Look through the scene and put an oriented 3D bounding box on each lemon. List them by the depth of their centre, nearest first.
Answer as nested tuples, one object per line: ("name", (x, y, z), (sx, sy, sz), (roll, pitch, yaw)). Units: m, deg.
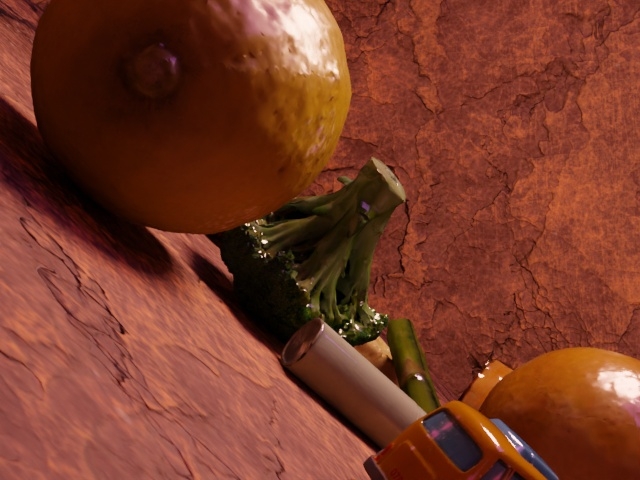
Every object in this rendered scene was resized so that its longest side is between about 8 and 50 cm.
("lemon", (-0.146, -0.170, 1.031), (0.364, 0.364, 0.364), (43, 2, -2))

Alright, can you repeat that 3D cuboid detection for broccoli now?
("broccoli", (0.000, 0.000, 1.271), (0.269, 0.269, 0.254), (44, 17, 29))

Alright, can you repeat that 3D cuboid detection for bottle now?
("bottle", (0.047, 0.181, 1.154), (0.201, 0.072, 0.072), (43, 2, -17))

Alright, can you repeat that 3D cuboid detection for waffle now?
("waffle", (0.073, 0.191, 1.739), (0.274, 0.057, 0.168), (42, 3, -44))

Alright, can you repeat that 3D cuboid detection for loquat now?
("loquat", (0.330, 0.287, 1.178), (0.328, 0.328, 0.328), (43, 2, -2))

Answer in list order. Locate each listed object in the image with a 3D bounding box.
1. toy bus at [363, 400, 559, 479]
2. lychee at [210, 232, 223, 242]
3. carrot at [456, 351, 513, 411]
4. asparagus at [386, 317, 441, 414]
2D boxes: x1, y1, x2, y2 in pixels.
("toy bus", (0.154, 0.247, 0.919), (0.209, 0.136, 0.126), (44, 1, -32))
("lychee", (-0.146, -0.052, 1.619), (0.129, 0.123, 0.123), (52, 5, 21))
("carrot", (0.358, 0.362, 1.533), (0.340, 0.224, 0.224), (36, -2, 25))
("asparagus", (0.156, 0.229, 1.617), (0.067, 0.060, 0.278), (45, 17, -25))
